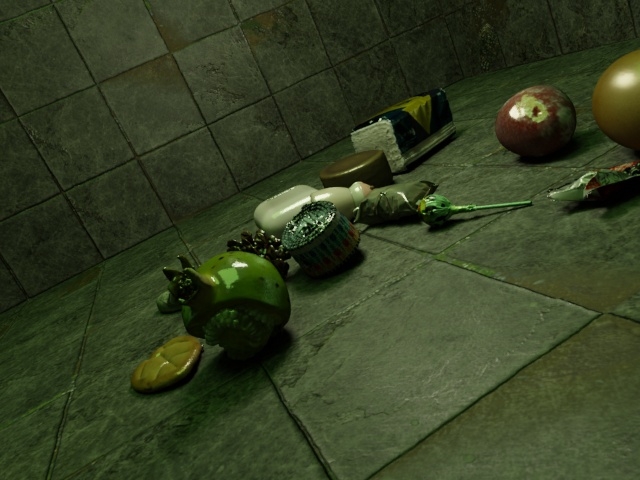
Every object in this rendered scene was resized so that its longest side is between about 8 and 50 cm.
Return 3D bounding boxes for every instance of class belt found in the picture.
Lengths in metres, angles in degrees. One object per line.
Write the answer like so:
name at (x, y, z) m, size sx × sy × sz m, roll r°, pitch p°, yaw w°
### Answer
belt at (0.000, 0.000, 1.559) m, size 0.207 × 0.160 × 0.295 m, roll -46°, pitch 19°, yaw -8°

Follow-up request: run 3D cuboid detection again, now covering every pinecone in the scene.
pinecone at (-0.185, 0.061, 1.578) m, size 0.207 × 0.208 × 0.208 m, roll -23°, pitch 17°, yaw 7°

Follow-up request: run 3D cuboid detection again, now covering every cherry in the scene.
cherry at (0.682, -0.376, 1.639) m, size 0.236 × 0.212 × 0.285 m, roll -47°, pitch 35°, yaw 17°

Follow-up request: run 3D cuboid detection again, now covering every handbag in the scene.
handbag at (0.234, -0.120, 1.665) m, size 0.270 × 0.117 × 0.182 m, roll -6°, pitch 34°, yaw 45°

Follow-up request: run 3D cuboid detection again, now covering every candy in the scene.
candy at (0.412, -0.093, 1.405) m, size 0.305 × 0.091 × 0.083 m, roll -6°, pitch 22°, yaw 31°

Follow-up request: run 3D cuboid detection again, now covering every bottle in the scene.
bottle at (0.091, -0.133, 1.859) m, size 0.236 × 0.148 × 0.147 m, roll -18°, pitch 17°, yaw -1°

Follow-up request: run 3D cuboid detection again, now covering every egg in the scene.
egg at (0.824, -0.342, 1.265) m, size 0.250 × 0.250 × 0.322 m, roll -24°, pitch 28°, yaw 2°

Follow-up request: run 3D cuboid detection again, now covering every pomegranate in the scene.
pomegranate at (-0.218, 0.135, 1.205) m, size 0.260 × 0.340 × 0.261 m, roll -18°, pitch 53°, yaw 25°

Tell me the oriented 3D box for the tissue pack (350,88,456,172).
tissue pack at (0.380, -0.482, 2.304) m, size 0.416 × 0.253 × 0.264 m, roll -34°, pitch 19°, yaw -33°

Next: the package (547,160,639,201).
package at (0.675, -0.141, 1.202) m, size 0.269 × 0.071 × 0.194 m, roll -17°, pitch 16°, yaw -18°

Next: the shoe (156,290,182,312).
shoe at (-0.478, 0.178, 1.787) m, size 0.274 × 0.098 × 0.103 m, roll -16°, pitch 15°, yaw 31°

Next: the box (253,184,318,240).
box at (-0.120, -0.115, 2.085) m, size 0.288 × 0.141 × 0.349 m, roll -29°, pitch 17°, yaw -8°

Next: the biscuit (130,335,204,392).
biscuit at (-0.394, 0.318, 1.339) m, size 0.203 × 0.041 × 0.260 m, roll -33°, pitch 17°, yaw -27°

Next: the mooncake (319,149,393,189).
mooncake at (0.149, -0.254, 2.106) m, size 0.284 × 0.156 × 0.284 m, roll -20°, pitch 17°, yaw 7°
